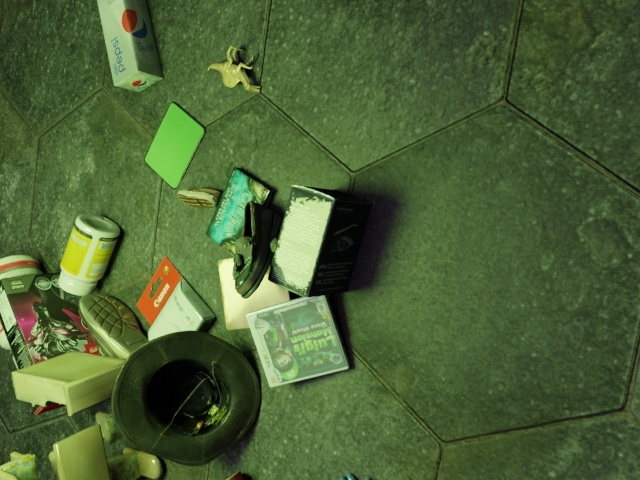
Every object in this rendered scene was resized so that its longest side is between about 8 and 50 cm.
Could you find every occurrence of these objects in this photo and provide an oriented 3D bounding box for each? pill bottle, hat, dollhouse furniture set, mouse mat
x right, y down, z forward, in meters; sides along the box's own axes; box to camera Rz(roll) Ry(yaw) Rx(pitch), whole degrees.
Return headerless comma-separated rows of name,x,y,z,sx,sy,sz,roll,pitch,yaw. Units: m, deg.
pill bottle,-0.649,0.041,1.596,0.119,0.119,0.208,35,107,27
hat,-0.314,0.351,1.348,0.134,0.332,0.331,-162,77,-71
pill bottle,-0.885,0.218,1.712,0.176,0.176,0.318,-39,71,26
dollhouse furniture set,-0.551,0.483,1.352,0.257,0.362,0.393,-3,98,37
mouse mat,-0.383,-0.247,1.494,0.153,0.007,0.189,41,112,25

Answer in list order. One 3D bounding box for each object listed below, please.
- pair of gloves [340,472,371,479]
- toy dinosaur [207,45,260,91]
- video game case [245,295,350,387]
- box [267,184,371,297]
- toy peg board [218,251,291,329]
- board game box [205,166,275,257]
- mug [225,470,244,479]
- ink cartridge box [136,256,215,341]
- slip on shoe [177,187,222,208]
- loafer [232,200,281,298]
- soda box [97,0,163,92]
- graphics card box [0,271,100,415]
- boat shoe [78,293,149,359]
pair of gloves,0.075,0.593,1.203,0.159,0.023,0.198,38,110,26
toy dinosaur,-0.212,-0.412,1.358,0.183,0.053,0.092,33,108,28
video game case,-0.050,0.215,1.236,0.191,0.022,0.173,-18,92,17
box,0.000,0.000,1.170,0.108,0.153,0.207,21,100,31
toy peg board,-0.136,0.113,1.312,0.161,0.079,0.161,-9,87,16
board game box,-0.193,-0.064,1.364,0.126,0.026,0.186,34,107,28
mug,-0.182,0.644,1.334,0.113,0.150,0.169,-37,72,-12
ink cartridge box,-0.396,0.187,1.478,0.232,0.066,0.189,43,112,20
slip on shoe,-0.300,-0.111,1.424,0.135,0.051,0.041,8,55,40
loafer,-0.152,0.013,1.210,0.084,0.267,0.096,37,122,-19
soda box,-0.509,-0.549,1.520,0.098,0.091,0.286,-18,81,31
graphics card box,-0.719,0.265,1.575,0.094,0.233,0.370,-43,68,31
boat shoe,-0.543,0.283,1.525,0.355,0.132,0.130,40,112,26
